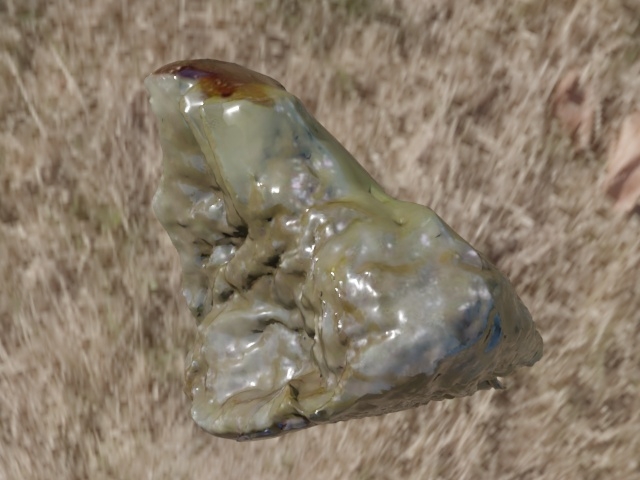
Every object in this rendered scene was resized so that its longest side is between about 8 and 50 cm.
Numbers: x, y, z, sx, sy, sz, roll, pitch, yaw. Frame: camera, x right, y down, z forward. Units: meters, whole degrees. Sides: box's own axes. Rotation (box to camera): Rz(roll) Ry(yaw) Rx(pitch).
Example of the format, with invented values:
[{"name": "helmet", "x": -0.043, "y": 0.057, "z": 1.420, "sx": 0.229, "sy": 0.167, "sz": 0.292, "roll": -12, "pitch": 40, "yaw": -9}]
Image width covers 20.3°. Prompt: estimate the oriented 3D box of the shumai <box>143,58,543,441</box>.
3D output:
[{"name": "shumai", "x": 0.000, "y": -0.004, "z": 1.326, "sx": 0.217, "sy": 0.346, "sz": 0.283, "roll": -10, "pitch": 84, "yaw": -25}]
